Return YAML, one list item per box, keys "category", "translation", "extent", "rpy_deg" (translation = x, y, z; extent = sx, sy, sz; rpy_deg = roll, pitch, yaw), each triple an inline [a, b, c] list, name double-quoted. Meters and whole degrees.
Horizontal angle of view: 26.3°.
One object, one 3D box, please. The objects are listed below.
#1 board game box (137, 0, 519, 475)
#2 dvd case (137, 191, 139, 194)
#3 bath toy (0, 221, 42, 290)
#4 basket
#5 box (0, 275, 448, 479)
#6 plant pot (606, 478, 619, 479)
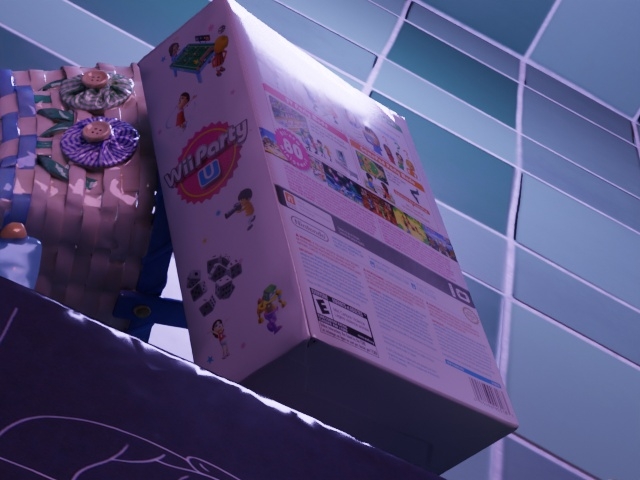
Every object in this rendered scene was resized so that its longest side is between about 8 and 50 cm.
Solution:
- category: "board game box"
  translation: [0.000, 0.000, 0.972]
  extent: [0.224, 0.097, 0.303]
  rpy_deg: [29, 35, -43]
- category: "dvd case"
  translation: [-0.223, -0.064, 1.328]
  extent: [0.087, 0.013, 0.119]
  rpy_deg: [33, 22, 9]
- category: "bath toy"
  translation: [-0.363, 0.005, 0.880]
  extent: [0.348, 0.129, 0.151]
  rpy_deg: [26, 42, -7]
- category: "basket"
  translation: [-0.132, -0.019, 1.089]
  extent: [0.289, 0.201, 0.255]
  rpy_deg: [10, 35, -22]
- category: "box"
  translation: [-0.067, 0.229, 0.639]
  extent: [0.395, 0.212, 0.293]
  rpy_deg: [26, 23, -8]
- category: "plant pot"
  translation: [0.393, 0.244, 0.770]
  extent: [0.366, 0.353, 0.366]
  rpy_deg: [58, 15, -26]
